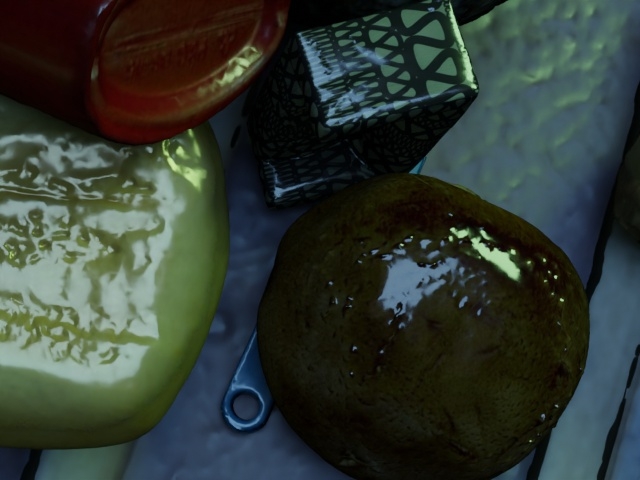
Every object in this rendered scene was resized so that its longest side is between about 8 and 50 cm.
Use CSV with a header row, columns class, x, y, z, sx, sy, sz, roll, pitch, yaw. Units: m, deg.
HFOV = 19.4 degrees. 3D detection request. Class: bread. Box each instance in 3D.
class,x,y,z,sx,sy,sz,roll,pitch,yaw
bread,-0.142,-0.003,0.661,0.217,0.098,0.147,11,85,-7

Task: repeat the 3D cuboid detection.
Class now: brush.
class,x,y,z,sx,sy,sz,roll,pitch,yaw
brush,0.000,0.000,0.730,0.051,0.014,0.164,24,75,-2

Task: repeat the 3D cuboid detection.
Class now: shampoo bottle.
class,x,y,z,sx,sy,sz,roll,pitch,yaw
shampoo bottle,-0.164,-0.122,0.639,0.314,0.076,0.118,24,31,23

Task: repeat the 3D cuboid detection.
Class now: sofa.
class,x,y,z,sx,sy,sz,roll,pitch,yaw
sofa,0.011,-0.046,0.672,0.060,0.118,0.039,-12,80,-14

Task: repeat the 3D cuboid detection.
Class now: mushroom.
class,x,y,z,sx,sy,sz,roll,pitch,yaw
mushroom,0.038,0.036,0.699,0.127,0.087,0.127,-1,97,-8

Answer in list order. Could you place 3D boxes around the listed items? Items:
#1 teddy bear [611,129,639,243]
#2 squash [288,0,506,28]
class,x,y,z,sx,sy,sz,roll,pitch,yaw
teddy bear,0.299,-0.016,0.727,0.296,0.222,0.246,18,76,41
squash,0.019,-0.162,0.692,0.193,0.156,0.193,1,58,-1
